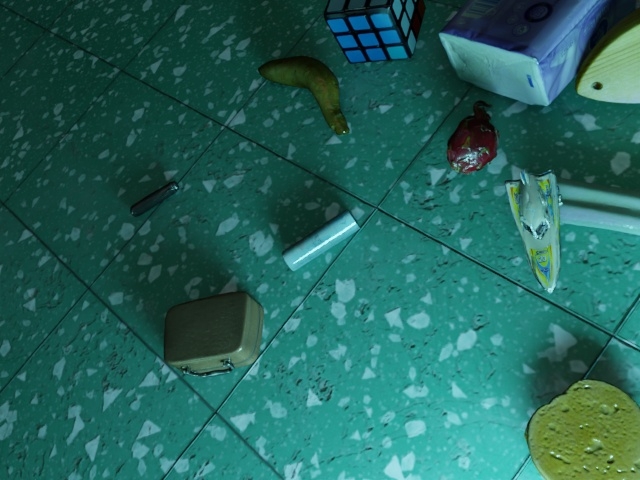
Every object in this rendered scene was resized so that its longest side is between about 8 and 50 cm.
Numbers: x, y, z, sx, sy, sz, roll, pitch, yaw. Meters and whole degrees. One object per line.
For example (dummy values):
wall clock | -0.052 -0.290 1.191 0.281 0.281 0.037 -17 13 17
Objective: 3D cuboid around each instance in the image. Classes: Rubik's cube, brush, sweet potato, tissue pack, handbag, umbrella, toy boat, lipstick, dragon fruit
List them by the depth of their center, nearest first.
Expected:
toy boat | 0.365 -0.017 1.123 0.084 0.066 0.210 -12 82 34
brush | 0.579 -0.345 1.183 0.267 0.174 0.166 -15 34 46
dragon fruit | 0.298 -0.206 1.281 0.094 0.094 0.190 7 54 30
tissue pack | 0.435 -0.443 1.302 0.338 0.160 0.242 -48 48 -7
handbag | -0.208 0.185 1.314 0.194 0.072 0.151 -14 56 17
lipstick | 0.000 0.000 1.331 0.158 0.048 0.048 -33 52 6
Rubik's cube | 0.123 -0.504 1.499 0.161 0.162 0.163 4 63 28
sweet potato | -0.020 -0.356 1.543 0.346 0.079 0.108 45 116 37
umbrella | -0.393 -0.100 1.603 0.133 0.031 0.036 -30 54 7

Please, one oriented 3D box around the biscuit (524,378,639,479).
biscuit | 0.384 0.289 0.962 0.170 0.050 0.170 -8 64 16

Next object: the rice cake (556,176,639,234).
rice cake | 0.456 -0.057 1.136 0.222 0.042 0.080 13 67 32
